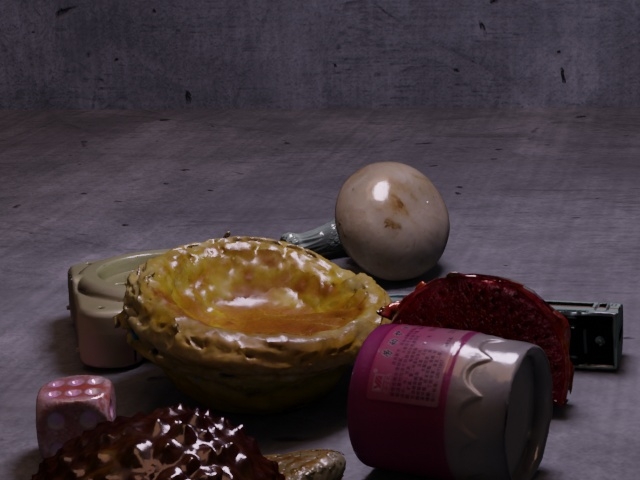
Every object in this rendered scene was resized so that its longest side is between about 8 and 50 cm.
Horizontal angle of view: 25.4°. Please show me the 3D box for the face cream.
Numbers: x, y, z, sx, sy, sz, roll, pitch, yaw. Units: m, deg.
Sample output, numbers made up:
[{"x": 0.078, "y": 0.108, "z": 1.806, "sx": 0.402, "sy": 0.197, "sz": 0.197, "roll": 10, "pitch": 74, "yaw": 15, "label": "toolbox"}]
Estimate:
[{"x": 0.151, "y": 0.190, "z": 1.638, "sx": 0.194, "sy": 0.175, "sz": 0.175, "roll": 4, "pitch": 18, "yaw": 27, "label": "face cream"}]

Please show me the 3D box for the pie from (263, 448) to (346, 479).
[{"x": -0.054, "y": 0.279, "z": 1.552, "sx": 0.163, "sy": 0.079, "sz": 0.193, "roll": -2, "pitch": 14, "yaw": 42, "label": "pie"}]

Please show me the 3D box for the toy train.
[{"x": 0.221, "y": 0.120, "z": 2.015, "sx": 0.406, "sy": 0.087, "sz": 0.088, "roll": 2, "pitch": 18, "yaw": 18, "label": "toy train"}]

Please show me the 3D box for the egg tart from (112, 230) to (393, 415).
[{"x": -0.090, "y": 0.121, "z": 1.919, "sx": 0.387, "sy": 0.169, "sz": 0.388, "roll": 3, "pitch": 22, "yaw": -1, "label": "egg tart"}]

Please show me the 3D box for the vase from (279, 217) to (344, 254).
[{"x": 0.000, "y": 0.000, "z": 2.494, "sx": 0.148, "sy": 0.081, "sz": 0.081, "roll": -18, "pitch": 21, "yaw": -31, "label": "vase"}]

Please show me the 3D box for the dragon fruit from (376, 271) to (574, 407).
[{"x": 0.220, "y": 0.107, "z": 1.873, "sx": 0.274, "sy": 0.126, "sz": 0.161, "roll": 25, "pitch": -1, "yaw": 6, "label": "dragon fruit"}]

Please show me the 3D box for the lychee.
[{"x": -0.145, "y": 0.279, "z": 1.223, "sx": 0.275, "sy": 0.276, "sz": 0.304, "roll": -3, "pitch": 35, "yaw": 3, "label": "lychee"}]

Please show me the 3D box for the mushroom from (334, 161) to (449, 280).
[{"x": 0.106, "y": -0.022, "z": 2.395, "sx": 0.207, "sy": 0.207, "sz": 0.215, "roll": -13, "pitch": -12, "yaw": -30, "label": "mushroom"}]

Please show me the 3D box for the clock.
[{"x": -0.227, "y": 0.093, "z": 2.166, "sx": 0.309, "sy": 0.114, "sz": 0.284, "roll": -5, "pitch": 15, "yaw": -12, "label": "clock"}]

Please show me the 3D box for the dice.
[{"x": -0.300, "y": 0.223, "z": 1.757, "sx": 0.093, "sy": 0.091, "sz": 0.094, "roll": -4, "pitch": 17, "yaw": -3, "label": "dice"}]
